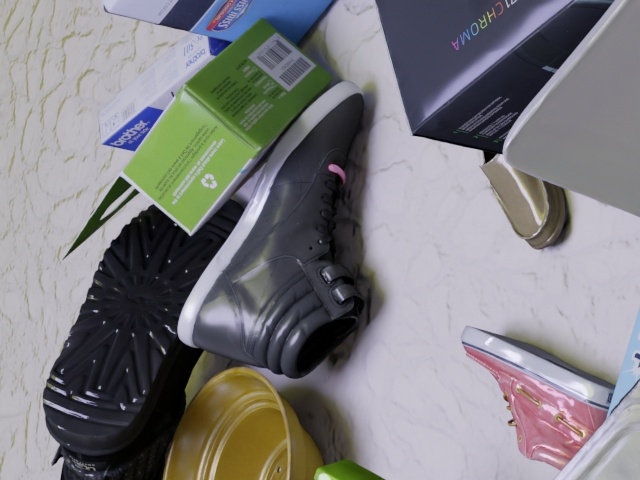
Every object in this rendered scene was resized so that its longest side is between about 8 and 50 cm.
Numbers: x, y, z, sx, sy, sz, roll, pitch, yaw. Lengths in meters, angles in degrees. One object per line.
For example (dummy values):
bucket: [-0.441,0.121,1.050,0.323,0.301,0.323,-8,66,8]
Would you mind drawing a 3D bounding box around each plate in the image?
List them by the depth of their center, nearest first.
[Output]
plate: [0.288,-0.129,1.305,0.277,0.278,0.045,-53,41,23]

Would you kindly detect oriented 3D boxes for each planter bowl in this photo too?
planter bowl: [-0.058,0.235,1.830,0.217,0.090,0.217,-25,58,48]

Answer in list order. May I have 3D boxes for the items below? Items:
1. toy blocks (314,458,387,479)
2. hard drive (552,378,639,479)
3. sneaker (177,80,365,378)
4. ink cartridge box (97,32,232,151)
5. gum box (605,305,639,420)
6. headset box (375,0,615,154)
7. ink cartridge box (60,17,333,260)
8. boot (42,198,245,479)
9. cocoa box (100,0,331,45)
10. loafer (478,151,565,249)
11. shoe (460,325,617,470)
toy blocks: [0.113,0.376,1.500,0.381,0.190,0.261,25,107,27]
hard drive: [0.219,0.269,1.295,0.237,0.064,0.339,45,110,18]
sneaker: [0.000,0.000,1.821,0.147,0.104,0.296,28,84,20]
ink cartridge box: [-0.137,-0.154,2.013,0.207,0.097,0.046,-33,56,44]
gum box: [0.297,0.105,1.453,0.157,0.041,0.184,26,104,50]
headset box: [0.215,-0.170,1.421,0.246,0.283,0.131,-39,54,41]
ink cartridge box: [-0.121,-0.072,1.881,0.097,0.189,0.255,40,125,1]
boot: [-0.175,0.142,1.969,0.131,0.348,0.260,20,144,17]
cocoa box: [-0.057,-0.388,1.854,0.347,0.228,0.231,-48,48,34]
loafer: [0.165,-0.058,1.648,0.056,0.050,0.148,-44,51,38]
shoe: [0.171,0.132,1.588,0.178,0.063,0.081,25,97,47]
